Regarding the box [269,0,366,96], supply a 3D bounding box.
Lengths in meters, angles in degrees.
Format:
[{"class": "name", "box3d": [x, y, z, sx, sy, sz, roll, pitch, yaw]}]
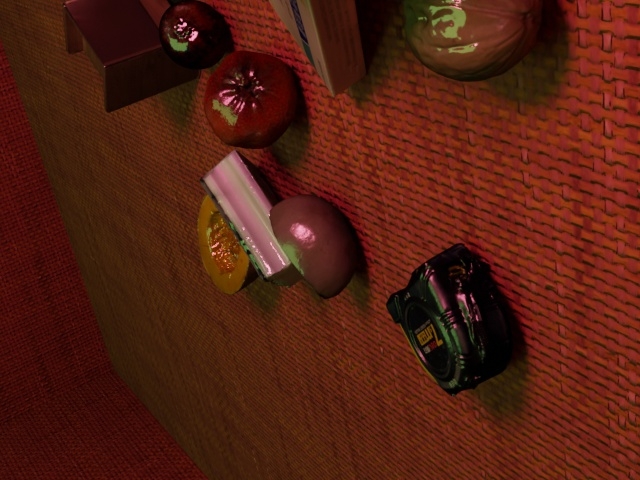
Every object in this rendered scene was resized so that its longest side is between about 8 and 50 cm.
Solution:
[{"class": "box", "box3d": [-0.026, -0.340, 1.126, 0.200, 0.065, 0.343, 58, 179, 15]}]

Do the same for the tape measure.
[{"class": "tape measure", "box3d": [0.189, 0.120, 1.232, 0.186, 0.112, 0.199, 66, 161, 15]}]

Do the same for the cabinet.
[{"class": "cabinet", "box3d": [-0.364, -0.386, 1.712, 0.175, 0.215, 0.148, 55, 154, 18]}]

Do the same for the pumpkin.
[{"class": "pumpkin", "box3d": [-0.165, -0.003, 1.817, 0.217, 0.110, 0.218, 32, 127, 55]}]

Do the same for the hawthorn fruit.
[{"class": "hawthorn fruit", "box3d": [-0.119, -0.226, 1.467, 0.157, 0.157, 0.194, 62, 165, 7]}]

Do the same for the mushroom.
[{"class": "mushroom", "box3d": [0.000, 0.000, 1.481, 0.117, 0.141, 0.188, -34, 85, 30]}]

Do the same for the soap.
[{"class": "soap", "box3d": [-0.107, -0.036, 1.618, 0.261, 0.094, 0.150, 55, -169, 18]}]

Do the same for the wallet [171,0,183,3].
[{"class": "wallet", "box3d": [-0.318, -0.520, 1.573, 0.168, 0.052, 0.245, 39, 171, 6]}]

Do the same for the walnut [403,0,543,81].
[{"class": "walnut", "box3d": [0.161, -0.241, 0.934, 0.162, 0.140, 0.140, -136, 29, -66]}]

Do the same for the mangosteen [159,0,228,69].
[{"class": "mangosteen", "box3d": [-0.227, -0.372, 1.591, 0.140, 0.140, 0.140, 43, 147, 38]}]
